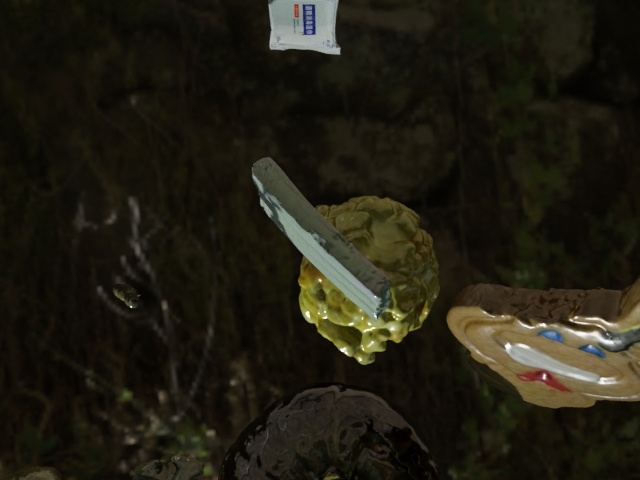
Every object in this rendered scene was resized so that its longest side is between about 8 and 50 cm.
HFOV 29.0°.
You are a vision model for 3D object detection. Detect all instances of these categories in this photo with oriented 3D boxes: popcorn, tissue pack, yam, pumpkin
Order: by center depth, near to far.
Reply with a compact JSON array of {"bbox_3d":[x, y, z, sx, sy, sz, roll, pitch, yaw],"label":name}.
[{"bbox_3d":[0.009,0.254,1.176,0.237,0.238,0.159,-7,164,10],"label":"pumpkin"},{"bbox_3d":[0.060,0.051,1.765,0.216,0.235,0.181,17,-175,28],"label":"popcorn"},{"bbox_3d":[-0.292,0.083,1.877,0.027,0.029,0.234,-49,-167,-8],"label":"yam"},{"bbox_3d":[-0.028,-0.372,2.043,0.122,0.026,0.193,4,152,3],"label":"tissue pack"}]

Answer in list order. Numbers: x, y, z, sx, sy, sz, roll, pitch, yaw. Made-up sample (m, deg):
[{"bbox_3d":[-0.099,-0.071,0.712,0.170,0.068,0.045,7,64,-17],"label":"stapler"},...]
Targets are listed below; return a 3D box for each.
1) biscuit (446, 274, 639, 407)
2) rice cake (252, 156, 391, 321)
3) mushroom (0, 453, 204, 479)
[{"bbox_3d":[0.214,0.084,1.031,0.183,0.047,0.319,28,156,-21],"label":"biscuit"},{"bbox_3d":[0.000,0.000,1.573,0.043,0.237,0.127,-42,163,-12],"label":"rice cake"},{"bbox_3d":[-0.176,0.278,0.979,0.344,0.248,0.130,18,177,39],"label":"mushroom"}]
